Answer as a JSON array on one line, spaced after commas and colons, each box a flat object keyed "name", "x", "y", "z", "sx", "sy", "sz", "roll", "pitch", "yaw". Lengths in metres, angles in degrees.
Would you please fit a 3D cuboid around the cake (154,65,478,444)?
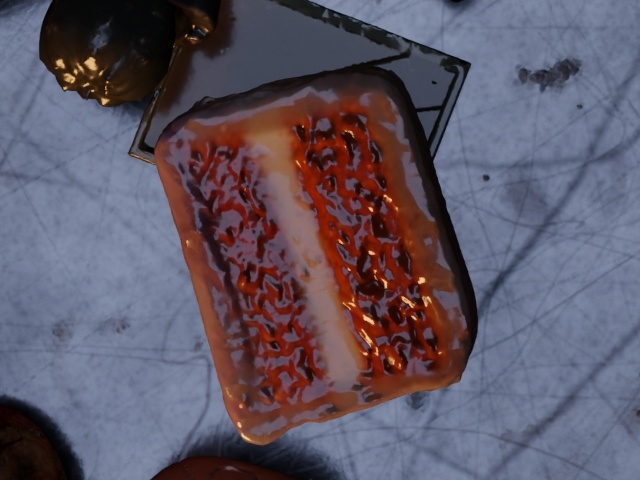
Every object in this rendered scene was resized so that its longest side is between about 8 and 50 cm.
[{"name": "cake", "x": 0.000, "y": 0.000, "z": 1.730, "sx": 0.237, "sy": 0.230, "sz": 0.309, "roll": -16, "pitch": 98, "yaw": 6}]

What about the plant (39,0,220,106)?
[{"name": "plant", "x": -0.177, "y": -0.245, "z": 1.784, "sx": 0.164, "sy": 0.142, "sz": 0.256, "roll": 32, "pitch": 65, "yaw": -29}]

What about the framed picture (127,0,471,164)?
[{"name": "framed picture", "x": -0.020, "y": -0.125, "z": 1.852, "sx": 0.281, "sy": 0.019, "sz": 0.209, "roll": 23, "pitch": 90, "yaw": 2}]

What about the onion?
[{"name": "onion", "x": -0.323, "y": 0.236, "z": 1.800, "sx": 0.184, "sy": 0.147, "sz": 0.184, "roll": 1, "pitch": 76, "yaw": -4}]

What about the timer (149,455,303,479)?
[{"name": "timer", "x": -0.082, "y": 0.308, "z": 1.751, "sx": 0.229, "sy": 0.229, "sz": 0.215, "roll": 22, "pitch": 81, "yaw": 2}]
